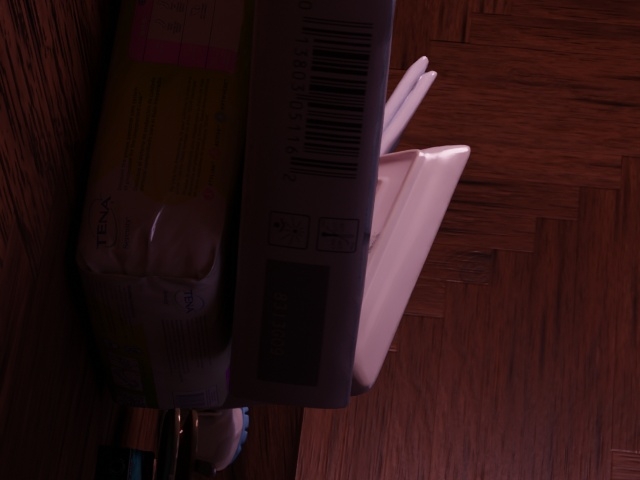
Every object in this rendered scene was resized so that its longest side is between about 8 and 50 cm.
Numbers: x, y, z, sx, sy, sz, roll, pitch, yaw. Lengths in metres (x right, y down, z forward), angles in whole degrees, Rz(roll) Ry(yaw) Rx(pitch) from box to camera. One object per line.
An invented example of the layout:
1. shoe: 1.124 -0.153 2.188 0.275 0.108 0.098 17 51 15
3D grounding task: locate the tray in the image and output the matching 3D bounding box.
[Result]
1. tray: 0.012 0.017 1.451 0.030 0.145 0.270 59 39 -32

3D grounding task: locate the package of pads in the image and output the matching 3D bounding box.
1. package of pads: -0.093 -0.056 1.342 0.229 0.101 0.296 89 7 -63

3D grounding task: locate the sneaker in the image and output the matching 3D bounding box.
1. sneaker: -0.108 0.117 1.718 0.083 0.071 0.190 -20 107 -79

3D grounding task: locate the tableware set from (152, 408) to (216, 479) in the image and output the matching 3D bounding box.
1. tableware set: -0.114 0.209 1.508 0.128 0.039 0.194 -94 -165 -49

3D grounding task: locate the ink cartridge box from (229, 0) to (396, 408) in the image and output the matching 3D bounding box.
1. ink cartridge box: 0.008 -0.117 1.337 0.385 0.091 0.308 -79 174 -58

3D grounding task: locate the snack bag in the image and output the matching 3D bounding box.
1. snack bag: 0.000 0.000 2.025 0.323 0.037 0.342 -57 179 -27

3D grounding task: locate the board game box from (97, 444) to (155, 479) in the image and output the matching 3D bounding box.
1. board game box: -0.153 0.248 1.431 0.126 0.026 0.186 67 29 -82
